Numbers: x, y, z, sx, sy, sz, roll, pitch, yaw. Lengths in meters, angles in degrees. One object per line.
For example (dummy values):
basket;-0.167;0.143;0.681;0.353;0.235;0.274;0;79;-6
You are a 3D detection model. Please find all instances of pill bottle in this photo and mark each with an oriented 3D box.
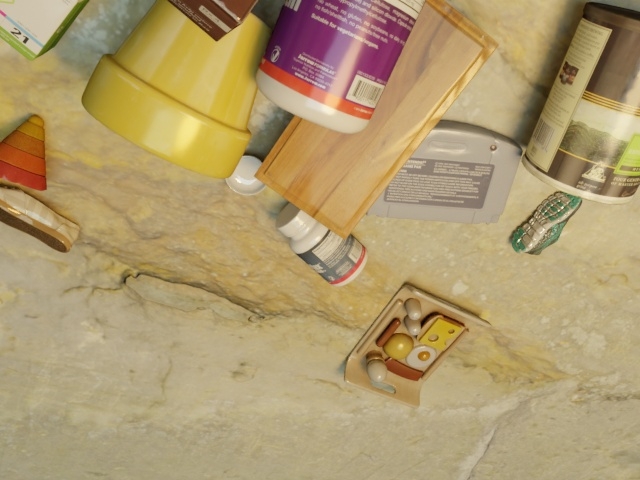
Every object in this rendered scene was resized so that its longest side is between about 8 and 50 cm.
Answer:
pill bottle;0.000;0.000;1.105;0.108;0.108;0.180;-38;116;20
pill bottle;0.045;-0.327;0.774;0.181;0.181;0.323;20;110;-15

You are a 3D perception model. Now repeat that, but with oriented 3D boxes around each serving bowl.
serving bowl;-0.139;-0.129;1.061;0.083;0.027;0.083;-1;123;-2

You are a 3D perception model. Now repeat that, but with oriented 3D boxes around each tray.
tray;0.082;-0.219;0.944;0.203;0.076;0.411;34;111;-7

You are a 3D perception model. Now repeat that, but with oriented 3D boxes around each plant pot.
plant pot;-0.199;-0.260;0.862;0.254;0.254;0.239;26;102;-18

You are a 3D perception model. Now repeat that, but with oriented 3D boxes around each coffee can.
coffee can;0.485;-0.228;0.925;0.202;0.201;0.275;8;122;-8

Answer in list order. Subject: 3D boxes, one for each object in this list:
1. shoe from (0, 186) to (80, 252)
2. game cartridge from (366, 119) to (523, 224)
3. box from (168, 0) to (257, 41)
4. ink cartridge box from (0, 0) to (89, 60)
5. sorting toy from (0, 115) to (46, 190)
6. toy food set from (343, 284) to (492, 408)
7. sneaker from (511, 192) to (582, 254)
shoe;-0.575;-0.056;1.077;0.219;0.058;0.076;35;146;-18
game cartridge;0.224;-0.131;1.065;0.294;0.060;0.196;4;126;-6
box;-0.082;-0.465;0.685;0.191;0.143;0.381;37;82;-23
ink cartridge box;-0.420;-0.430;0.811;0.255;0.097;0.189;-39;117;21
sorting toy;-0.637;-0.213;0.959;0.366;0.127;0.126;24;89;-15
toy food set;0.221;0.258;1.292;0.220;0.092;0.306;24;119;-17
sneaker;0.475;-0.032;1.147;0.076;0.065;0.166;21;124;-35
